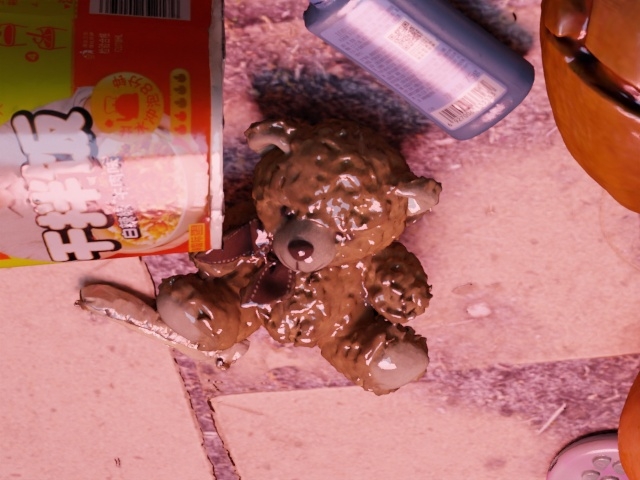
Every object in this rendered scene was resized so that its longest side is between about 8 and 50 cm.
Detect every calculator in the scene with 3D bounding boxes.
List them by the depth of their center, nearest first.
[{"bbox_3d":[0.394,0.290,2.176,0.299,0.041,0.185,17,136,-8],"label":"calculator"}]

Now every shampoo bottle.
[{"bbox_3d":[0.062,-0.186,1.703,0.258,0.061,0.104,34,131,-26],"label":"shampoo bottle"}]

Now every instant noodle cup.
[{"bbox_3d":[-0.235,-0.104,1.698,0.308,0.294,0.294,0,137,-3],"label":"instant noodle cup"}]

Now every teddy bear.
[{"bbox_3d":[0.000,0.000,1.839,0.267,0.156,0.256,17,135,-2],"label":"teddy bear"}]

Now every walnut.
[{"bbox_3d":[0.286,-0.136,1.628,0.209,0.209,0.336,-6,139,13],"label":"walnut"}]

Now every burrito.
[{"bbox_3d":[-0.163,0.087,2.035,0.185,0.041,0.045,24,176,-19],"label":"burrito"}]

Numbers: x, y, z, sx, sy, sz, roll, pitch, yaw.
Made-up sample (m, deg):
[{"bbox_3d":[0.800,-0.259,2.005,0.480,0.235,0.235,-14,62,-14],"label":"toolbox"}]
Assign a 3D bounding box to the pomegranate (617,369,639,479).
[{"bbox_3d":[0.396,0.187,1.961,0.209,0.209,0.209,3,136,3],"label":"pomegranate"}]
